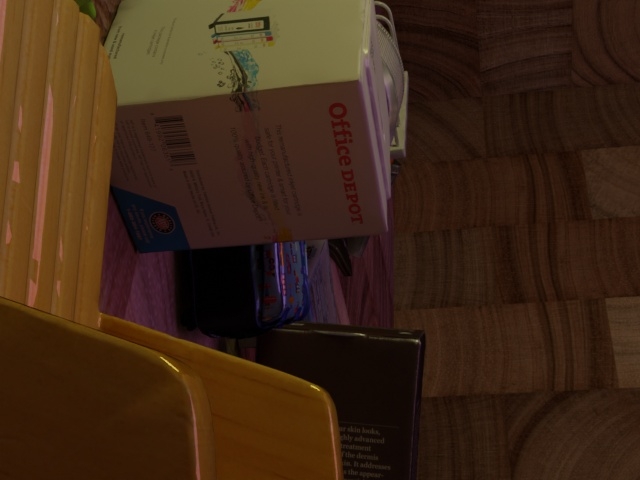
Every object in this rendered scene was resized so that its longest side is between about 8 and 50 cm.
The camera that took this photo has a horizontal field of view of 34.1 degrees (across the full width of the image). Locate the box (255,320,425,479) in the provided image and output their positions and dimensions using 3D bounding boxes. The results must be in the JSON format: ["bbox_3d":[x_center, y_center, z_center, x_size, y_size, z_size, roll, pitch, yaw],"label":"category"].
[{"bbox_3d":[0.016,0.290,1.231,0.143,0.191,0.382,-7,101,-81],"label":"box"}]

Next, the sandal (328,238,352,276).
[{"bbox_3d":[0.000,0.000,1.836,0.219,0.060,0.090,40,39,-58],"label":"sandal"}]

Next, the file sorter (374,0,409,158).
[{"bbox_3d":[0.041,-0.271,1.777,0.278,0.192,0.173,-81,161,-54],"label":"file sorter"}]

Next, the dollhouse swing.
[{"bbox_3d":[-0.092,0.014,0.570,0.347,0.315,0.305,48,59,-75],"label":"dollhouse swing"}]

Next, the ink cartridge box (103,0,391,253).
[{"bbox_3d":[-0.060,-0.111,0.923,0.168,0.232,0.171,-85,167,-45],"label":"ink cartridge box"}]

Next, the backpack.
[{"bbox_3d":[-0.071,0.026,1.119,0.173,0.116,0.158,19,67,-74],"label":"backpack"}]

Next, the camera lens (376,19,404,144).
[{"bbox_3d":[-0.002,-0.194,1.365,0.274,0.219,0.219,-69,154,-68],"label":"camera lens"}]

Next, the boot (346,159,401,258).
[{"bbox_3d":[0.085,-0.087,2.141,0.190,0.076,0.209,-117,-137,-65],"label":"boot"}]

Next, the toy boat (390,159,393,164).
[{"bbox_3d":[0.066,-0.161,1.997,0.231,0.151,0.151,-5,91,-81],"label":"toy boat"}]

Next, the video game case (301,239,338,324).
[{"bbox_3d":[-0.016,0.158,1.627,0.244,0.061,0.270,-72,156,-71],"label":"video game case"}]

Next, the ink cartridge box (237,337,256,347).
[{"bbox_3d":[-0.088,0.020,1.282,0.097,0.046,0.207,-76,160,-60],"label":"ink cartridge box"}]

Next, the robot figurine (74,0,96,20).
[{"bbox_3d":[-0.186,-0.199,0.698,0.115,0.067,0.101,74,14,-51],"label":"robot figurine"}]
